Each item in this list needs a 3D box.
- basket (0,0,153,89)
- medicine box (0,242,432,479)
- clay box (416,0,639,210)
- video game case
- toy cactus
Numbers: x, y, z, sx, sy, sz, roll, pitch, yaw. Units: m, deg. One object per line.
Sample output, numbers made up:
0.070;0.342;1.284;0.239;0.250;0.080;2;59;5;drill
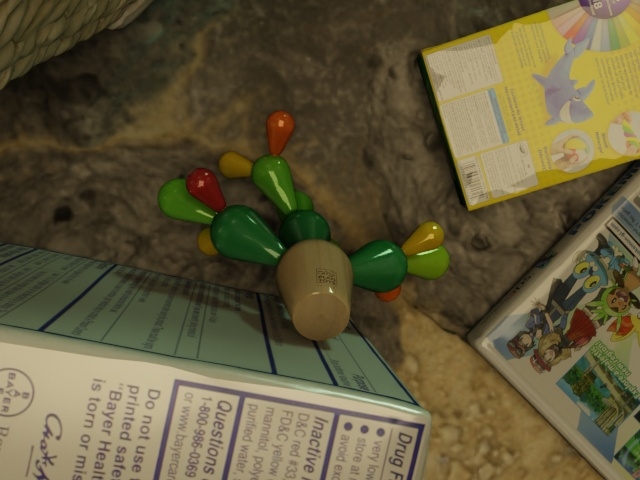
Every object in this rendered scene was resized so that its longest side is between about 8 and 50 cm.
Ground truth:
-0.177;-0.290;0.363;0.331;0.266;0.328;45;123;-13;basket
-0.110;0.110;0.479;0.290;0.263;0.149;13;94;-8;medicine box
0.198;-0.116;0.585;0.222;0.053;0.127;-17;97;5;clay box
0.337;0.089;0.648;0.300;0.036;0.329;-45;99;-1;video game case
0.000;0.000;0.525;0.219;0.180;0.112;24;111;-16;toy cactus
